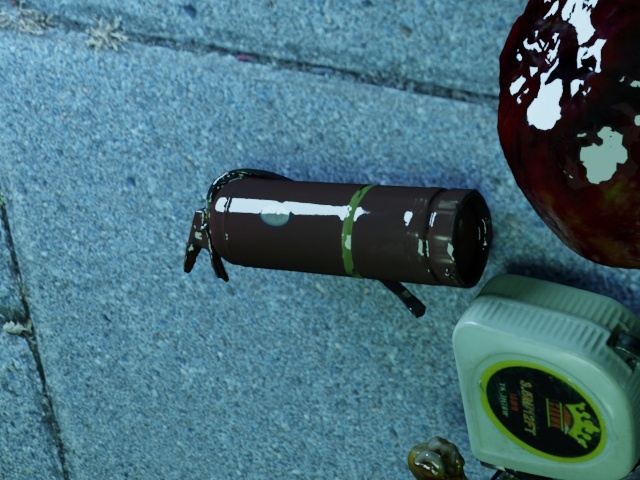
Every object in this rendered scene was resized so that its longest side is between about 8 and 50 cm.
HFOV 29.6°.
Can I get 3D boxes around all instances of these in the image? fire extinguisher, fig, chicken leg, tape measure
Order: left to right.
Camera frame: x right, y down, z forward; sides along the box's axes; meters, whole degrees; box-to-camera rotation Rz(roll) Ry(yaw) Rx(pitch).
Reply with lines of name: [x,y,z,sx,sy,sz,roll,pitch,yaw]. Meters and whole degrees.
fire extinguisher: [0.000,0.000,1.238,0.341,0.105,0.142,4,96,30]
chicken leg: [0.189,0.305,1.269,0.251,0.087,0.107,48,137,7]
tape measure: [0.242,0.150,1.183,0.207,0.115,0.235,12,135,30]
fig: [0.241,-0.090,0.937,0.224,0.224,0.263,-3,124,37]

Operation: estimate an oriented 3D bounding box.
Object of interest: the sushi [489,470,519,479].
sushi: [0.225,0.279,1.316,0.083,0.056,0.085,39,134,6]
